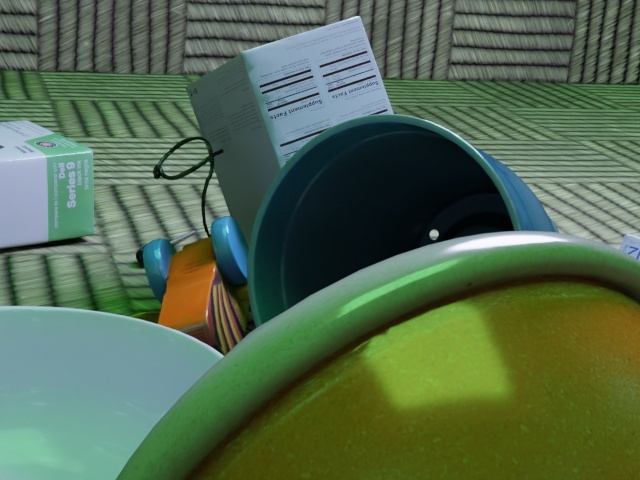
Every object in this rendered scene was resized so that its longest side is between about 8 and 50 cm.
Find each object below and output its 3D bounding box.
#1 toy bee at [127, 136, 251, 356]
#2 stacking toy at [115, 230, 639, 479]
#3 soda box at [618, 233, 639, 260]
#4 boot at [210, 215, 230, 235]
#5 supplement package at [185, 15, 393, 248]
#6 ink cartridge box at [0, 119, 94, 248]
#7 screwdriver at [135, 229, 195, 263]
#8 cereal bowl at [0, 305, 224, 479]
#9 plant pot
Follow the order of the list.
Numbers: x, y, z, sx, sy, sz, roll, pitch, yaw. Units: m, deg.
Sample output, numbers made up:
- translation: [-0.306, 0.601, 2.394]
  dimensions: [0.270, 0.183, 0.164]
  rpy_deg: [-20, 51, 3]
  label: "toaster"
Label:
- translation: [-0.097, 0.043, 1.240]
  dimensions: [0.195, 0.162, 0.298]
  rpy_deg: [-4, 43, 27]
  label: "toy bee"
- translation: [0.134, 0.257, 0.465]
  dimensions: [0.350, 0.351, 0.480]
  rpy_deg: [-7, 39, -32]
  label: "stacking toy"
- translation: [0.427, 0.089, 1.203]
  dimensions: [0.286, 0.098, 0.091]
  rpy_deg: [17, -20, 30]
  label: "soda box"
- translation: [-0.001, 0.002, 1.483]
  dimensions: [0.178, 0.085, 0.236]
  rpy_deg: [19, 29, 34]
  label: "boot"
- translation: [-0.023, -0.109, 1.315]
  dimensions: [0.149, 0.203, 0.194]
  rpy_deg: [-21, 5, -23]
  label: "supplement package"
- translation: [-0.462, -0.067, 1.525]
  dimensions: [0.289, 0.122, 0.211]
  rpy_deg: [-10, 21, -37]
  label: "ink cartridge box"
- translation: [-0.194, 0.007, 1.540]
  dimensions: [0.024, 0.025, 0.170]
  rpy_deg: [8, 9, 15]
  label: "screwdriver"
- translation: [-0.213, 0.164, 0.798]
  dimensions: [0.338, 0.141, 0.339]
  rpy_deg: [4, 16, -1]
  label: "cereal bowl"
- translation: [0.112, 0.029, 1.151]
  dimensions: [0.271, 0.272, 0.255]
  rpy_deg: [14, 6, 30]
  label: "plant pot"
